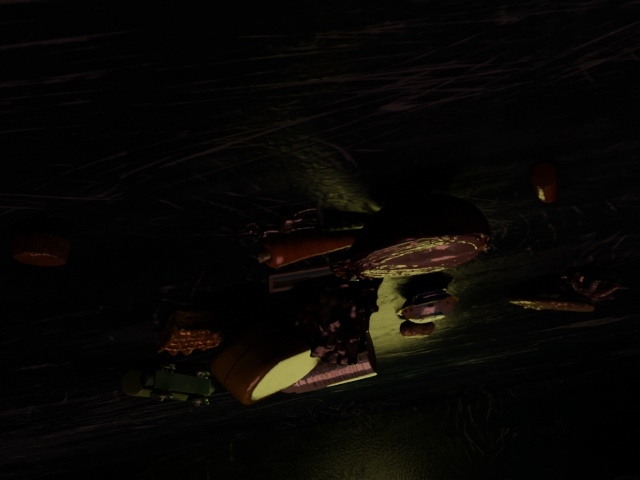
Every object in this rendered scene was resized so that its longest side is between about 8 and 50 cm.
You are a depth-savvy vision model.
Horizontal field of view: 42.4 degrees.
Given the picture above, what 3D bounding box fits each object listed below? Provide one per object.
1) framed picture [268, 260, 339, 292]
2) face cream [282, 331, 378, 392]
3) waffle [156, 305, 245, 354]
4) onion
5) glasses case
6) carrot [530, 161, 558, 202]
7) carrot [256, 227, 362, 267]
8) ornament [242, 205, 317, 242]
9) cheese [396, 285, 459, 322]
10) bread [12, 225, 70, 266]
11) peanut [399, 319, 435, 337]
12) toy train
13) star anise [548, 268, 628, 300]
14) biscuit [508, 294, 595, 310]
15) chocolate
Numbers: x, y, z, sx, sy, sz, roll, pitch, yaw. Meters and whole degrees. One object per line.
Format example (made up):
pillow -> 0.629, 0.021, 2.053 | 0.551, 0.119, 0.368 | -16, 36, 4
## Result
framed picture -> -0.034, 0.076, 1.699 | 0.149, 0.011, 0.109 | -9, 159, -6
face cream -> -0.047, 0.321, 2.147 | 0.370, 0.145, 0.145 | -15, 159, 11
waffle -> -0.275, 0.208, 1.847 | 0.160, 0.055, 0.211 | -2, 156, -27
onion -> 0.145, -0.008, 1.418 | 0.283, 0.120, 0.227 | -11, 162, -10
glasses case -> -0.117, 0.252, 1.833 | 0.173, 0.141, 0.371 | -53, 162, 17
carrot -> 0.395, -0.091, 1.441 | 0.048, 0.048, 0.139 | -17, 160, 14
carrot -> 0.000, 0.000, 1.478 | 0.257, 0.061, 0.061 | -13, 162, -25
ornament -> -0.069, -0.027, 1.391 | 0.125, 0.028, 0.073 | -10, 160, -10
cheese -> 0.257, 0.150, 1.969 | 0.156, 0.064, 0.250 | -14, 162, 1
bread -> -0.425, 0.006, 1.252 | 0.085, 0.053, 0.085 | 0, 164, 0
peanut -> 0.261, 0.236, 2.220 | 0.113, 0.054, 0.054 | 0, 157, -34
toy train -> -0.405, 0.383, 2.192 | 0.157, 0.105, 0.253 | -9, 162, 34
star anise -> 0.673, 0.115, 2.084 | 0.181, 0.061, 0.204 | 7, 163, 11
biscuit -> 0.601, 0.164, 2.142 | 0.220, 0.033, 0.220 | 6, 174, 1
chocolate -> 0.034, 0.189, 1.780 | 0.224, 0.177, 0.206 | -7, 163, -10
